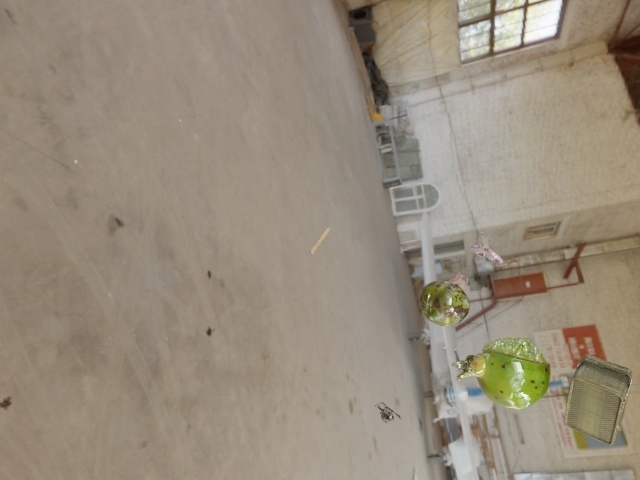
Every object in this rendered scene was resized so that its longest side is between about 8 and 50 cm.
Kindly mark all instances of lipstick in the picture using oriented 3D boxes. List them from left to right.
[{"bbox_3d":[0.000,0.000,1.440,0.019,0.094,0.019,37,5,-4],"label":"lipstick"}]

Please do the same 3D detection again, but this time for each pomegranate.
[{"bbox_3d":[0.344,0.151,1.291,0.126,0.138,0.163,28,77,-31],"label":"pomegranate"},{"bbox_3d":[0.641,0.463,1.666,0.260,0.341,0.260,1,90,-90],"label":"pomegranate"}]

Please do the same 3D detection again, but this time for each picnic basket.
[{"bbox_3d":[0.957,0.544,1.626,0.139,0.165,0.266,-33,126,-38],"label":"picnic basket"}]

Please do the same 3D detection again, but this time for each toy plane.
[{"bbox_3d":[0.228,0.601,1.654,0.121,0.049,0.031,16,-56,57],"label":"toy plane"}]

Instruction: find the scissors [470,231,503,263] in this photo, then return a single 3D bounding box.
[{"bbox_3d":[0.514,0.016,1.471,0.021,0.110,0.212,-56,149,-11],"label":"scissors"}]
